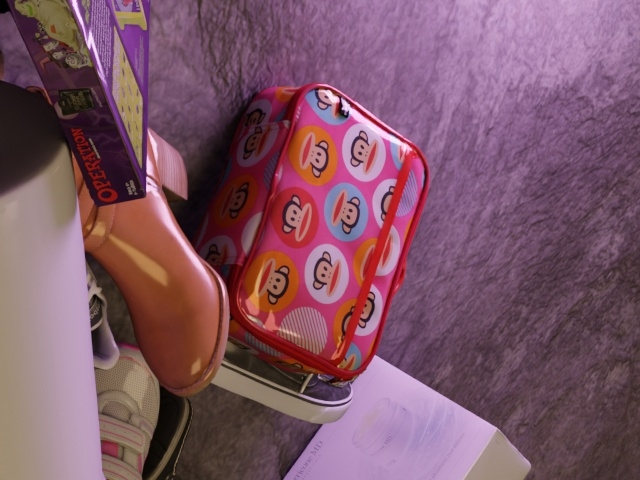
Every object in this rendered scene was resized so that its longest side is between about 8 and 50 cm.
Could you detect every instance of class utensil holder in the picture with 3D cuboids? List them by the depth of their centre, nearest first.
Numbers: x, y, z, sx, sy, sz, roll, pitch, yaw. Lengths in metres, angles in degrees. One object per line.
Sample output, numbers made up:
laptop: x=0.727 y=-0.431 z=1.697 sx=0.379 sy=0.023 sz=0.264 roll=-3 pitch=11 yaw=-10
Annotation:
utensil holder: x=-0.343 y=0.095 z=1.164 sx=0.327 sy=0.327 sz=0.385 roll=-25 pitch=128 yaw=-38

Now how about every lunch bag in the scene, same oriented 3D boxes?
lunch bag: x=0.000 y=0.000 z=1.583 sx=0.258 sy=0.120 sz=0.293 roll=32 pitch=69 yaw=-38

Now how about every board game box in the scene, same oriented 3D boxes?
board game box: x=-0.187 y=-0.217 z=1.170 sx=0.056 sy=0.347 sz=0.208 roll=-8 pitch=133 yaw=2

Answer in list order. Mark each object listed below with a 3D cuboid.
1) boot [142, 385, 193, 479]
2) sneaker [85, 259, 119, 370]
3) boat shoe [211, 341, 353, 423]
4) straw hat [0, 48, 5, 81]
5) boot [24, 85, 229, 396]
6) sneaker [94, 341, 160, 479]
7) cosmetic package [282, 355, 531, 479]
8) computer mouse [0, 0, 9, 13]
boot: x=-0.184 y=0.283 z=1.662 sx=0.178 sy=0.085 sz=0.236 roll=25 pitch=93 yaw=-57
sneaker: x=-0.256 y=0.028 z=1.403 sx=0.090 sy=0.095 sz=0.235 roll=-40 pitch=136 yaw=-23
boat shoe: x=-0.047 y=0.127 z=1.691 sx=0.306 sy=0.113 sz=0.105 roll=28 pitch=105 yaw=-44
straw hat: x=-0.326 y=-0.178 z=1.213 sx=0.144 sy=0.144 sz=0.061 roll=64 pitch=24 yaw=-47
boot: x=-0.189 y=-0.002 z=1.349 sx=0.220 sy=0.109 sz=0.283 roll=26 pitch=52 yaw=-59
sneaker: x=-0.223 y=0.233 z=1.510 sx=0.103 sy=0.111 sz=0.252 roll=13 pitch=88 yaw=-16
cosmetic package: x=0.107 y=0.308 z=1.888 sx=0.224 sy=0.225 sz=0.138 roll=-54 pitch=140 yaw=-10
computer mouse: x=-0.325 y=-0.303 z=1.099 sx=0.272 sy=0.072 sz=0.188 roll=53 pitch=27 yaw=-50
